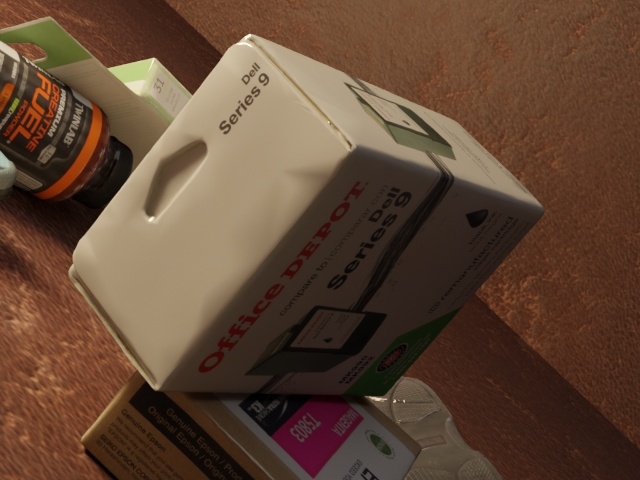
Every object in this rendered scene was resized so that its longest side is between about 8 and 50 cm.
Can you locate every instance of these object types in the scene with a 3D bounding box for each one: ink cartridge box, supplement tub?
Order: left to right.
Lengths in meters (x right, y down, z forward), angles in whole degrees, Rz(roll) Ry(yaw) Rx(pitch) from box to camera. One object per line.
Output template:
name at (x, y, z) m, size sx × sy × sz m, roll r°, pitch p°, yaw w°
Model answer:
supplement tub at (-0.264, -0.103, 1.130) m, size 0.198 × 0.106 × 0.106 m, roll 33°, pitch 14°, yaw -38°
ink cartridge box at (-0.227, -0.143, 1.210) m, size 0.171 × 0.056 × 0.235 m, roll -6°, pitch -38°, yaw 37°
ink cartridge box at (-0.039, 0.153, 0.928) m, size 0.193 × 0.088 × 0.234 m, roll 41°, pitch 16°, yaw 5°
ink cartridge box at (0.000, 0.000, 0.886) m, size 0.121 × 0.211 × 0.289 m, roll 49°, pitch 20°, yaw 28°

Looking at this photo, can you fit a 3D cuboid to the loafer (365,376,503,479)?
loafer at (0.103, 0.237, 1.141) m, size 0.302 × 0.109 × 0.095 m, roll -114°, pitch -162°, yaw -62°

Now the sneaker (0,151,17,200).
sneaker at (-0.331, -0.139, 0.981) m, size 0.262 × 0.125 × 0.104 m, roll 42°, pitch 12°, yaw 0°
